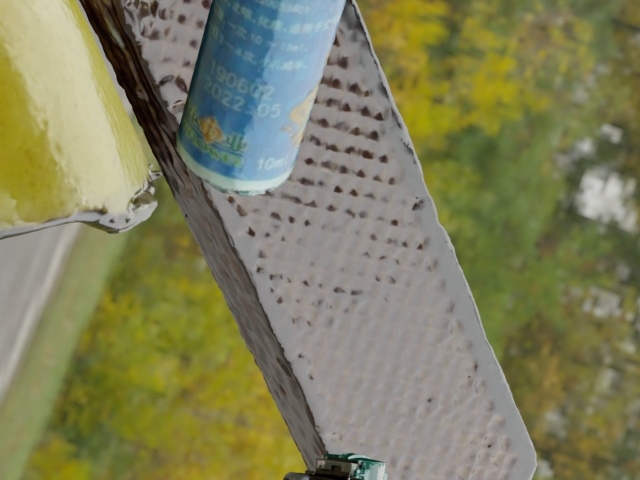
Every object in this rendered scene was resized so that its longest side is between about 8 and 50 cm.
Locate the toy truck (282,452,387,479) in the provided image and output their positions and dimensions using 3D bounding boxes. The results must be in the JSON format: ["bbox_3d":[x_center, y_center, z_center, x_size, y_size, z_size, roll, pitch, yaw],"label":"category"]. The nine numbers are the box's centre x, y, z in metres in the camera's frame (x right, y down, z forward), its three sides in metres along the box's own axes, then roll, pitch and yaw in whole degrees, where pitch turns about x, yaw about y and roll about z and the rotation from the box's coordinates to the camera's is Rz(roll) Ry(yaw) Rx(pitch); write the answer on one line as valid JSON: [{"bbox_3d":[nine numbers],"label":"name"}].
[{"bbox_3d":[0.006,0.133,0.842,0.044,0.039,0.083,13,83,-60],"label":"toy truck"}]

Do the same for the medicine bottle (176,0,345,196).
[{"bbox_3d":[-0.012,-0.103,0.732,0.051,0.051,0.191,-72,180,-50],"label":"medicine bottle"}]

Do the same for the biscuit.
[{"bbox_3d":[0.000,0.000,0.974,0.107,0.388,0.073,-33,-148,-15],"label":"biscuit"}]

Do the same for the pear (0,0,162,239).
[{"bbox_3d":[-0.213,-0.114,1.068,0.267,0.267,0.178,-73,168,-65],"label":"pear"}]
